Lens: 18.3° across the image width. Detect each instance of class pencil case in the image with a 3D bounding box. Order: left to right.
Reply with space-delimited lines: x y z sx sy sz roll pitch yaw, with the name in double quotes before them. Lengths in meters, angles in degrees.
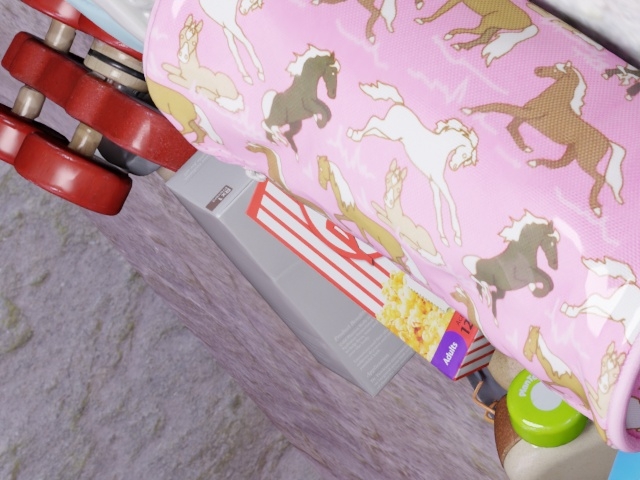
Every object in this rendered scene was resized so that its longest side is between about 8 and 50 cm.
"pencil case" 0.078 -0.044 1.051 0.386 0.160 0.167 35 166 34

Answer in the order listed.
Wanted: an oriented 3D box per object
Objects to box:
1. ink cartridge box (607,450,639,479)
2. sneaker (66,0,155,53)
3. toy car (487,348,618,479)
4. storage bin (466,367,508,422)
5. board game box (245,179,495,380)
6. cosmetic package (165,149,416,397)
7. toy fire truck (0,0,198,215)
"ink cartridge box" 0.287 0.199 1.244 0.203 0.086 0.148 15 158 26
"sneaker" -0.182 -0.239 1.318 0.366 0.135 0.150 48 165 -19
"toy car" 0.170 0.069 1.344 0.155 0.149 0.188 72 178 -58
"storage bin" 0.168 0.099 1.472 0.091 0.098 0.135 23 159 35
"board game box" 0.054 -0.026 1.283 0.193 0.045 0.147 38 123 25
"cosmetic package" 0.000 0.000 1.599 0.238 0.127 0.107 52 167 -31
"toy fire truck" -0.149 -0.107 1.729 0.254 0.169 0.302 21 -175 -36
